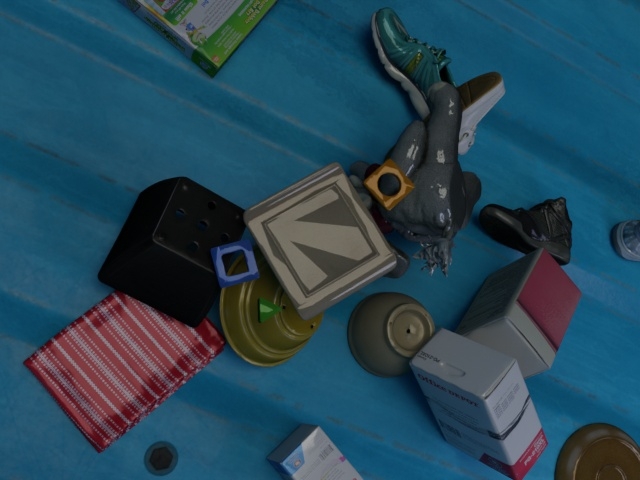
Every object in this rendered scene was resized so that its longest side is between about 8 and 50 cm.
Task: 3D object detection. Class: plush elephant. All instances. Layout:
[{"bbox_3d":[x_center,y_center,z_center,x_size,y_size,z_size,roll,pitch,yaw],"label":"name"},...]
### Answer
[{"bbox_3d":[0.126,-0.073,1.341,0.272,0.255,0.330,61,37,-45],"label":"plush elephant"}]

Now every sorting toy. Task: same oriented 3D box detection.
[{"bbox_3d":[0.000,0.000,1.183,0.347,0.047,0.196,-30,88,-13],"label":"sorting toy"}]

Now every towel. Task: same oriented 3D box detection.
[{"bbox_3d":[-0.315,0.186,1.245,0.275,0.031,0.199,-40,94,-22],"label":"towel"}]

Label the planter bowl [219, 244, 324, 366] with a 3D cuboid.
[{"bbox_3d":[-0.058,0.110,1.281,0.217,0.090,0.217,2,87,-43],"label":"planter bowl"}]

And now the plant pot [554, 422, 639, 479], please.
[{"bbox_3d":[0.580,0.489,1.514,0.236,0.032,0.236,4,78,-20],"label":"plant pot"}]

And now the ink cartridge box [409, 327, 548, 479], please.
[{"bbox_3d":[0.278,0.286,1.317,0.100,0.172,0.237,-43,127,-23],"label":"ink cartridge box"}]

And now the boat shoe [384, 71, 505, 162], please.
[{"bbox_3d":[0.253,-0.208,1.448,0.096,0.277,0.098,41,25,-22],"label":"boat shoe"}]

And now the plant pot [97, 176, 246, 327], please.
[{"bbox_3d":[-0.219,0.003,1.219,0.187,0.167,0.188,30,57,-18],"label":"plant pot"}]

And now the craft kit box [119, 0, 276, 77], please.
[{"bbox_3d":[-0.220,-0.476,1.403,0.246,0.061,0.250,38,69,-7],"label":"craft kit box"}]

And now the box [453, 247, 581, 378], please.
[{"bbox_3d":[0.367,0.144,1.402,0.127,0.148,0.232,49,45,-6],"label":"box"}]

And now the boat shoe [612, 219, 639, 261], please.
[{"bbox_3d":[0.803,-0.003,1.658,0.320,0.103,0.118,5,77,-19],"label":"boat shoe"}]

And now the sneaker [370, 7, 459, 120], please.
[{"bbox_3d":[0.206,-0.356,1.497,0.275,0.110,0.107,51,47,-7],"label":"sneaker"}]

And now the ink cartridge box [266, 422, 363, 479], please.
[{"bbox_3d":[-0.005,0.398,1.283,0.092,0.090,0.143,-40,95,-22],"label":"ink cartridge box"}]

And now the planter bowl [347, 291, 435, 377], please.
[{"bbox_3d":[0.144,0.168,1.376,0.162,0.109,0.162,4,78,-20],"label":"planter bowl"}]

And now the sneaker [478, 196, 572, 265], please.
[{"bbox_3d":[0.426,-0.046,1.539,0.227,0.087,0.130,23,70,-18],"label":"sneaker"}]
